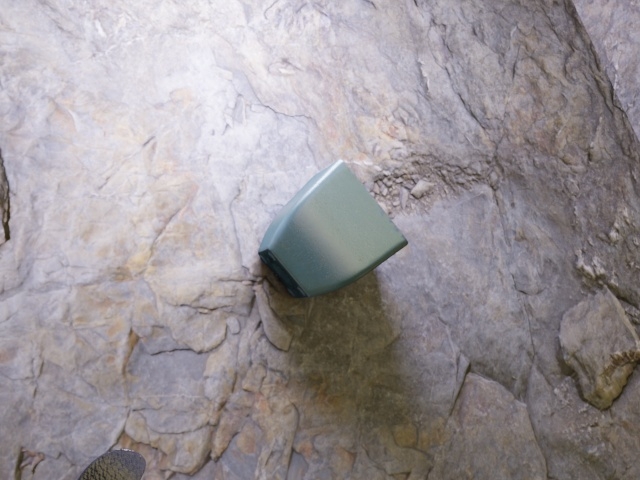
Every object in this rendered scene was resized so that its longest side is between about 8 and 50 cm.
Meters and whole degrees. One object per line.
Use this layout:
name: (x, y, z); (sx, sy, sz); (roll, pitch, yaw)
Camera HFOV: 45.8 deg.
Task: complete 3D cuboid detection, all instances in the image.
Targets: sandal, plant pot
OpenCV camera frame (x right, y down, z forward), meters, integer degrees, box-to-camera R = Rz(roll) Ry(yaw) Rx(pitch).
sandal: (-0.451, 0.504, 1.468); (0.097, 0.054, 0.254); (46, 69, 0)
plant pot: (0.000, 0.000, 1.754); (0.252, 0.248, 0.247); (-40, 96, -15)
